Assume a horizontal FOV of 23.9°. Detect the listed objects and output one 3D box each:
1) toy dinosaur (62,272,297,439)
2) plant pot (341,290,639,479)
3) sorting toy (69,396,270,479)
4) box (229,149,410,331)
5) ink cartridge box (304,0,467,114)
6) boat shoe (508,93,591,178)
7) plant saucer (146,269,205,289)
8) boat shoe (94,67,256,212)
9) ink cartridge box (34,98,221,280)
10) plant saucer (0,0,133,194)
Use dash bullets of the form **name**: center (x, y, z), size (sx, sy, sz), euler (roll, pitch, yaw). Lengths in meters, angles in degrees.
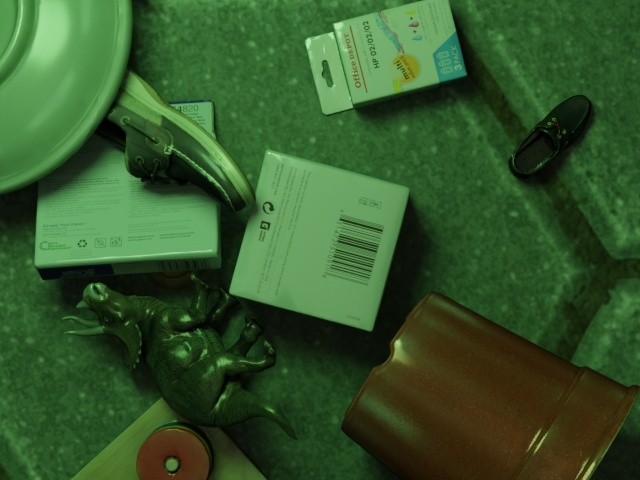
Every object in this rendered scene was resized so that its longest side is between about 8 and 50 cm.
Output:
- **toy dinosaur**: center (-0.145, 0.147, 1.820), size (0.313, 0.121, 0.160), euler (44, 95, 13)
- **plant pot**: center (0.185, 0.211, 1.759), size (0.265, 0.272, 0.272), euler (33, 90, 9)
- **sorting toy**: center (-0.185, 0.354, 1.839), size (0.257, 0.089, 0.255), euler (-42, 89, 1)
- **box**: center (0.000, 0.000, 1.821), size (0.182, 0.119, 0.180), euler (15, 90, 2)
- **ink cartridge box**: center (0.078, -0.225, 1.849), size (0.181, 0.061, 0.104), euler (-15, 89, 1)
- **boat shoe**: center (0.285, -0.128, 1.857), size (0.133, 0.042, 0.049), euler (-45, 87, -1)
- **plant saucer**: center (-0.182, 0.020, 1.876), size (0.083, 0.015, 0.083), euler (0, 89, 1)
- **boat shoe**: center (-0.193, -0.110, 1.789), size (0.092, 0.103, 0.285), euler (-44, 64, -14)
- **ink cartridge box**: center (-0.234, -0.063, 1.845), size (0.223, 0.045, 0.224), euler (-3, 61, 1)
- **plant saucer**: center (-0.423, -0.252, 1.786), size (0.401, 0.100, 0.400), euler (-3, 80, 15)
